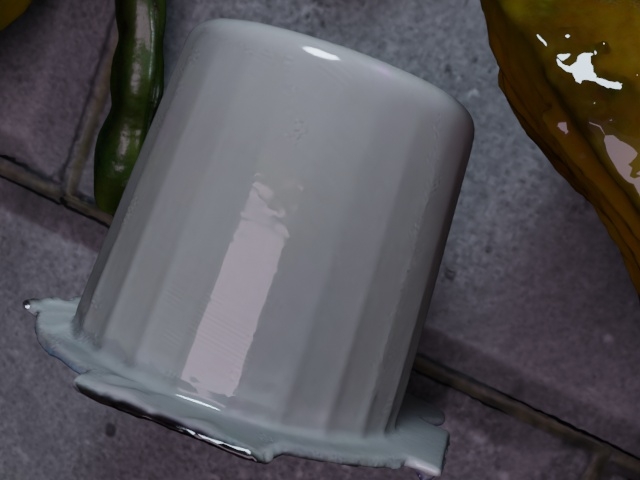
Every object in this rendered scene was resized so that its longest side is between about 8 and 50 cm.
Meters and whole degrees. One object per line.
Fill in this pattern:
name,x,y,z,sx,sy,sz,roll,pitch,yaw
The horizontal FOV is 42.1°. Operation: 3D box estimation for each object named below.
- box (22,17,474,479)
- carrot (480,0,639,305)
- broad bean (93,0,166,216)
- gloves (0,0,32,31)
box,0.000,0.000,0.510,0.291,0.262,0.206,16,95,-30
carrot,0.244,-0.022,0.428,0.340,0.241,0.242,3,102,10
broad bean,-0.138,-0.128,0.593,0.069,0.039,0.227,8,101,33
gloves,-0.234,-0.209,0.565,0.133,0.116,0.294,45,103,10
